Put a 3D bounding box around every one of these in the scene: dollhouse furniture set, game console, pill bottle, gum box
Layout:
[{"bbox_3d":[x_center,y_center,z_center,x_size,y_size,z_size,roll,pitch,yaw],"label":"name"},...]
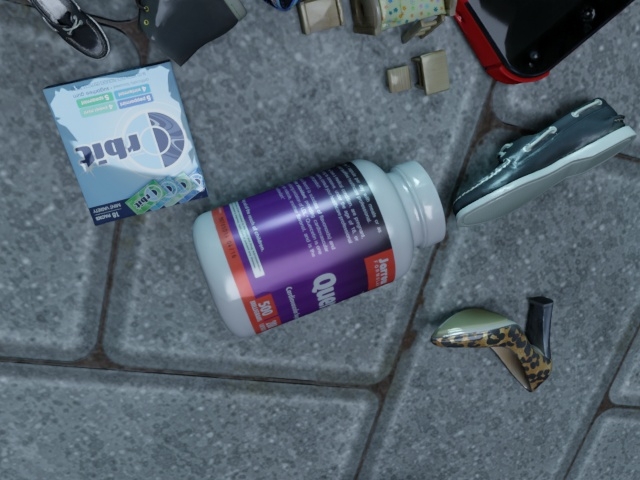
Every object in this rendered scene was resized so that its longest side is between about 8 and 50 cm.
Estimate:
[{"bbox_3d":[0.082,-0.254,0.756,0.182,0.101,0.160,-18,115,-8],"label":"dollhouse furniture set"},{"bbox_3d":[0.327,-0.447,0.777,0.387,0.060,0.342,-40,111,2],"label":"game console"},{"bbox_3d":[0.000,0.000,0.793,0.323,0.181,0.181,-20,116,-6],"label":"pill bottle"},{"bbox_3d":[-0.248,-0.127,0.751,0.157,0.041,0.184,-16,114,-9],"label":"gum box"}]

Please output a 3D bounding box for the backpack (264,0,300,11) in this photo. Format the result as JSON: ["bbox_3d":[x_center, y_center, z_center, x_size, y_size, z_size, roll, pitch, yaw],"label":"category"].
[{"bbox_3d":[-0.020,-0.361,0.660,0.117,0.158,0.173,-13,130,-30],"label":"backpack"}]

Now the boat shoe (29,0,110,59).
[{"bbox_3d":[-0.304,-0.268,0.679,0.046,0.038,0.125,-37,116,2],"label":"boat shoe"}]

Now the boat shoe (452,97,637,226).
[{"bbox_3d":[0.330,-0.120,0.889,0.303,0.091,0.114,-25,160,-5],"label":"boat shoe"}]

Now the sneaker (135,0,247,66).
[{"bbox_3d":[-0.199,-0.317,0.663,0.118,0.083,0.222,-41,117,4],"label":"sneaker"}]

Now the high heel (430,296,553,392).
[{"bbox_3d":[0.307,0.212,1.010,0.261,0.093,0.186,-8,108,-22],"label":"high heel"}]
